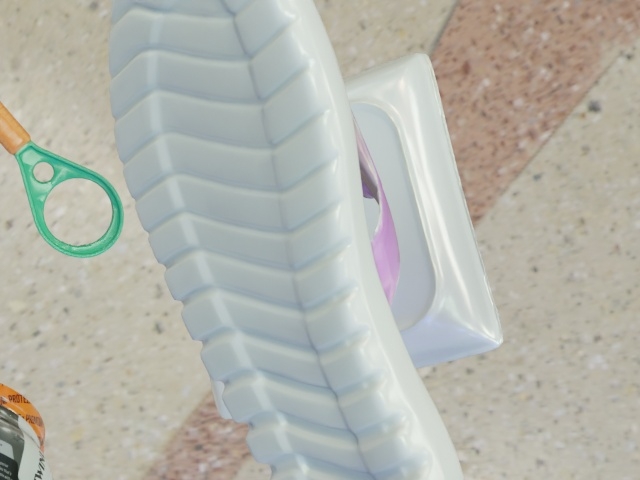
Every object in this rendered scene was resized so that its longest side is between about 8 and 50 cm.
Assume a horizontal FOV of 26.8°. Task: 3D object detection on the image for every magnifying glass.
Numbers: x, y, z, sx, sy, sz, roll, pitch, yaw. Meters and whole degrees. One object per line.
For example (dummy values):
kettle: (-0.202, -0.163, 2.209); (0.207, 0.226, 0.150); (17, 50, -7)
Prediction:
magnifying glass: (-0.298, -0.079, 1.414); (0.092, 0.026, 0.231); (-41, 101, -4)

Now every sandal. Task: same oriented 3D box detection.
sandal: (-0.012, 0.001, 0.780); (0.102, 0.169, 0.416); (-30, 109, -47)

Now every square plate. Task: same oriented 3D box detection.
square plate: (-0.004, -0.004, 1.507); (0.347, 0.049, 0.344); (-17, 80, 17)

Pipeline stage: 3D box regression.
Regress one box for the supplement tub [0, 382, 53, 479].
supplement tub: (-0.371, 0.304, 1.277); (0.207, 0.207, 0.338); (23, 40, -18)
